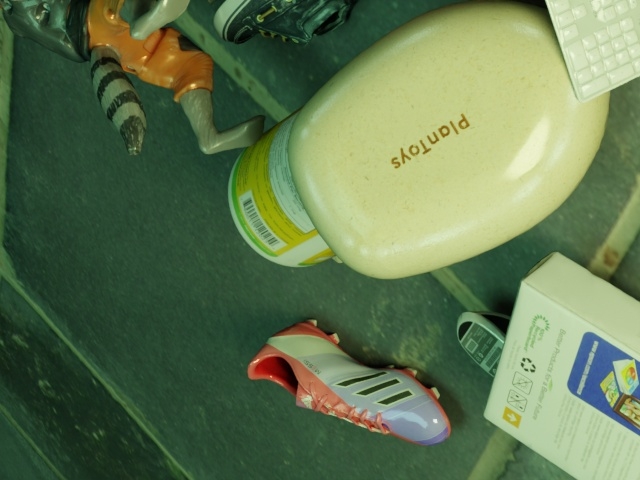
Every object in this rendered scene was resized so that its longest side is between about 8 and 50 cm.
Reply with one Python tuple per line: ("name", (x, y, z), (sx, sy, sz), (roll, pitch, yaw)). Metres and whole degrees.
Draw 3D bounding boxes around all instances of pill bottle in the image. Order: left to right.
("pill bottle", (0.024, -0.067, 1.553), (0.136, 0.136, 0.245), (58, 150, -3))

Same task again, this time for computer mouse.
("computer mouse", (0.207, 0.126, 1.574), (0.193, 0.042, 0.106), (44, 153, 9))

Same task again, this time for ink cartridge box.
("ink cartridge box", (0.310, 0.174, 1.411), (0.371, 0.069, 0.176), (35, 139, 24))

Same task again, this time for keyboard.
("keyboard", (0.180, -0.228, 1.238), (0.014, 0.072, 0.256), (24, 139, 63))

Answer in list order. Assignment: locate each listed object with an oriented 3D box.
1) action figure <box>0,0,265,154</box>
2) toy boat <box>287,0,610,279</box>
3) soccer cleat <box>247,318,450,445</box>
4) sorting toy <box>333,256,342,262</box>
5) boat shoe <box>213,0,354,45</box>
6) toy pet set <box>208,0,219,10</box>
("action figure", (-0.230, -0.230, 1.568), (0.330, 0.178, 0.341), (35, 177, 38))
("toy boat", (0.082, -0.142, 1.364), (0.318, 0.267, 0.148), (66, -167, 5))
("soccer cleat", (0.030, 0.163, 1.807), (0.248, 0.095, 0.083), (29, 141, 39))
("sorting toy", (0.000, 0.000, 1.775), (0.062, 0.012, 0.083), (33, 143, 33))
("boat shoe", (-0.036, -0.207, 1.573), (0.083, 0.065, 0.183), (56, 149, 3))
("toy pet set", (-0.122, -0.289, 1.647), (0.122, 0.065, 0.114), (46, -179, 35))
